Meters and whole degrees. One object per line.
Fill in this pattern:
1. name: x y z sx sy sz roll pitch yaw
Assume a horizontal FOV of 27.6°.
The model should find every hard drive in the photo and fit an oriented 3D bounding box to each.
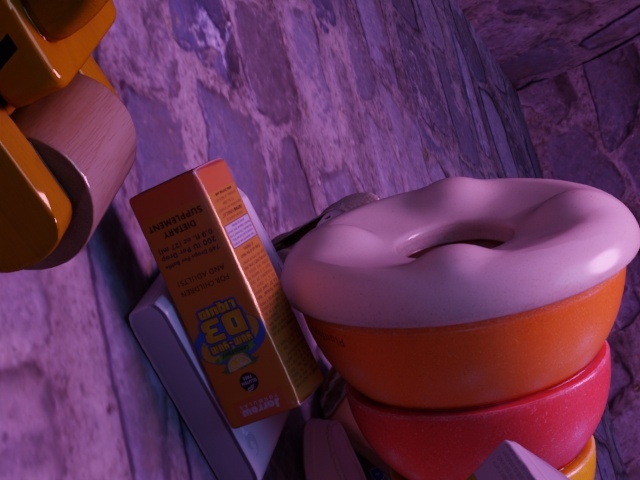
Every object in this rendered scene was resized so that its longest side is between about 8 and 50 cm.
1. hard drive: -0.086 0.090 1.319 0.203 0.040 0.307 62 19 -15

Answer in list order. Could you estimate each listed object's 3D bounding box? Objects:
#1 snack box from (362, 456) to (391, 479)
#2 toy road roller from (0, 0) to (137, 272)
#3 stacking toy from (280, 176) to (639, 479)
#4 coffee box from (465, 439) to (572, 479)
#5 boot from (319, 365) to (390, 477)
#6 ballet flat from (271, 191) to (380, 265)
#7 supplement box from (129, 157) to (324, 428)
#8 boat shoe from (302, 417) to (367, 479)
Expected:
1. snack box: 0.091 0.305 1.584 0.178 0.022 0.064 67 22 -2
2. toy road roller: -0.209 -0.164 0.954 0.330 0.240 0.202 60 21 -23
3. stacking toy: 0.165 0.196 1.324 0.350 0.350 0.480 -56 138 -67
4. coffee box: 0.208 0.435 1.034 0.337 0.334 0.338 36 10 -26
5. boot: 0.098 0.276 1.515 0.269 0.089 0.236 43 43 -22
6. ballet flat: 0.000 0.000 1.458 0.057 0.168 0.052 57 34 -5
7. supplement box: -0.084 0.048 1.187 0.233 0.078 0.080 65 19 -6
8. boat shoe: 0.062 0.312 1.385 0.098 0.096 0.277 -5 73 -70
